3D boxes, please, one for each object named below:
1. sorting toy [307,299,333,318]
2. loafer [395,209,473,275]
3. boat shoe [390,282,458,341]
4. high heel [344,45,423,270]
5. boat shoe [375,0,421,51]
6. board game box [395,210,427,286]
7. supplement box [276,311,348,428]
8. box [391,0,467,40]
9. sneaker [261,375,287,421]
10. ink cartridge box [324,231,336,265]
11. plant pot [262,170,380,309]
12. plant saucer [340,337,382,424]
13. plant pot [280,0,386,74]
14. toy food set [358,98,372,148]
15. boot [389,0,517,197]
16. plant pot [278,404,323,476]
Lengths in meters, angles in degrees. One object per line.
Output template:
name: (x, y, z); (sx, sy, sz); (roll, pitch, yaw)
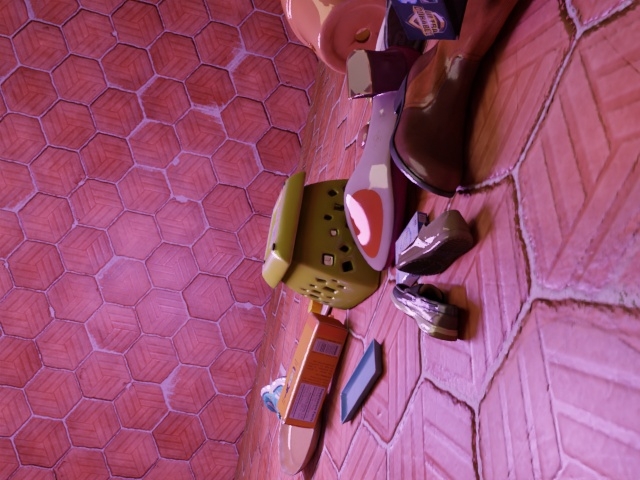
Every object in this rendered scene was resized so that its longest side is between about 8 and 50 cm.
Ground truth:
sorting toy: (0.001, 0.130, 1.386); (0.348, 0.047, 0.196); (-95, 19, -59)
loafer: (0.147, 0.006, 0.681); (0.148, 0.056, 0.050); (139, 143, -58)
boat shoe: (0.136, 0.079, 0.667); (0.152, 0.056, 0.049); (-139, 65, -68)
high heel: (0.140, -0.142, 0.914); (0.127, 0.181, 0.377); (15, 112, 48)
boat shoe: (0.169, -0.456, 0.986); (0.092, 0.102, 0.285); (-113, 31, -65)
board game box: (0.139, 0.018, 0.801); (0.090, 0.020, 0.090); (116, 162, -54)
supplement box: (-0.019, 0.281, 1.137); (0.233, 0.080, 0.078); (-69, 18, 4)
box: (0.115, -0.413, 0.535); (0.295, 0.073, 0.293); (26, -102, -63)
sneaker: (-0.106, 0.455, 1.475); (0.275, 0.107, 0.110); (119, 151, -61)
ink cartridge box: (-0.011, 0.026, 1.328); (0.191, 0.082, 0.139); (-67, 15, -7)
plant pot: (0.000, 0.000, 1.079); (0.228, 0.207, 0.227); (128, 153, -67)
plant saucer: (0.070, 0.252, 0.927); (0.067, 0.018, 0.192); (-88, 13, -46)
plant pot: (0.068, -0.514, 1.174); (0.291, 0.290, 0.204); (113, 150, -48)
toy food set: (0.120, -0.241, 1.071); (0.128, 0.071, 0.218); (118, 161, -59)
boot: (0.197, -0.224, 0.668); (0.264, 0.096, 0.280); (-79, 15, -44)
plant pot: (-0.045, 0.434, 1.247); (0.236, 0.032, 0.236); (-163, 90, -72)
